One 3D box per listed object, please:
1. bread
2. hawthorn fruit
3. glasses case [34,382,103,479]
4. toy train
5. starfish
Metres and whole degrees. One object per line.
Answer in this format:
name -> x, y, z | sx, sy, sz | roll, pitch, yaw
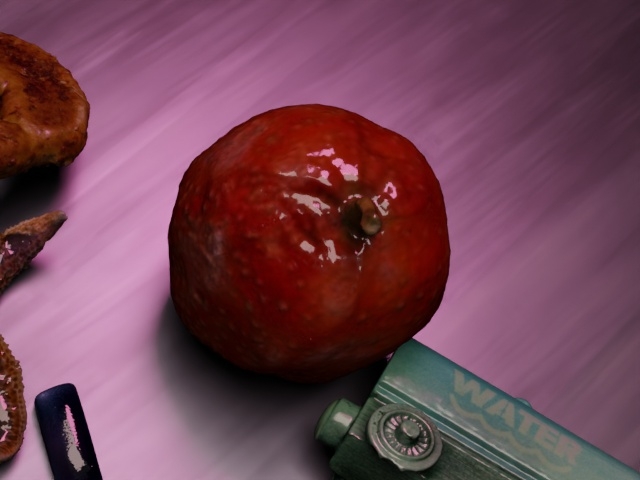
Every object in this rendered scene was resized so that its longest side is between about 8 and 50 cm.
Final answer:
bread -> -0.269, -0.102, 1.131 | 0.193, 0.064, 0.193 | 15, 33, -10
hawthorn fruit -> 0.000, 0.000, 1.059 | 0.205, 0.253, 0.205 | 4, 80, -24
glasses case -> -0.181, 0.141, 1.077 | 0.033, 0.023, 0.083 | -12, 66, -20
toy train -> 0.121, 0.170, 1.099 | 0.248, 0.101, 0.159 | 32, 45, 4
starfish -> -0.275, 0.054, 1.082 | 0.216, 0.071, 0.238 | -18, 76, -26
